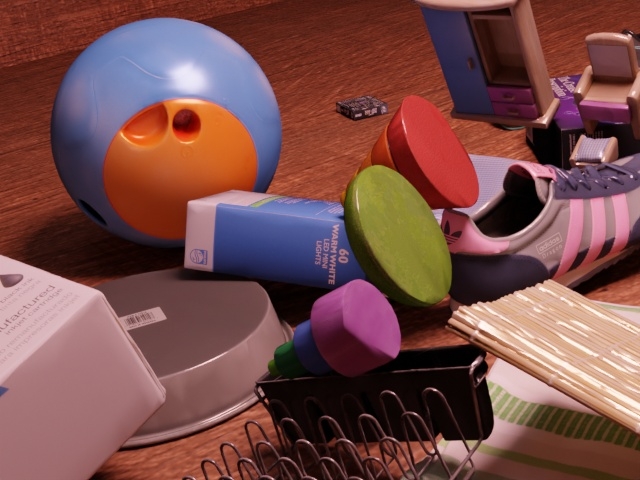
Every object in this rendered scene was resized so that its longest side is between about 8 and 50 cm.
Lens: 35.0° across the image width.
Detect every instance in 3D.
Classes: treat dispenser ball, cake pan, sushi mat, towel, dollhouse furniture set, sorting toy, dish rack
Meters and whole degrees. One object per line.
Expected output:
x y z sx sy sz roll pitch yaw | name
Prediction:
-0.192 -0.134 1.283 0.288 0.288 0.288 -7 22 3 | treat dispenser ball
-0.172 0.103 1.009 0.293 0.054 0.293 -7 22 3 | cake pan
0.254 0.109 0.696 0.316 0.019 0.151 28 26 35 | sushi mat
0.236 0.135 0.811 0.248 0.038 0.325 6 26 30 | towel
0.181 -0.127 1.156 0.286 0.198 0.303 11 56 35 | dollhouse furniture set
0.036 0.004 0.893 0.126 0.127 0.365 -29 19 32 | sorting toy
-0.011 0.171 0.703 0.208 0.074 0.271 -12 17 38 | dish rack

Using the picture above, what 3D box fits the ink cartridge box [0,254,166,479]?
-0.318 0.123 0.839 0.307 0.129 0.223 14 49 42 | ink cartridge box

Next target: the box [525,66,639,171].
0.392 -0.153 1.383 0.184 0.103 0.261 -5 22 2 | box

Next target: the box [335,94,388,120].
0.073 -0.236 1.802 0.067 0.018 0.083 -15 23 -18 | box

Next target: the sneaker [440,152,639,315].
0.255 -0.038 1.049 0.319 0.131 0.112 -32 30 -25 | sneaker

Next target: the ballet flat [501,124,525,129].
0.288 -0.238 1.665 0.074 0.074 0.203 -12 22 -10 | ballet flat

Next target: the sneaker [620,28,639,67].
0.615 -0.318 1.704 0.267 0.106 0.101 -12 21 -13 | sneaker

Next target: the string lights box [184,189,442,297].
0.000 0.000 1.090 0.259 0.077 0.133 8 11 17 | string lights box
